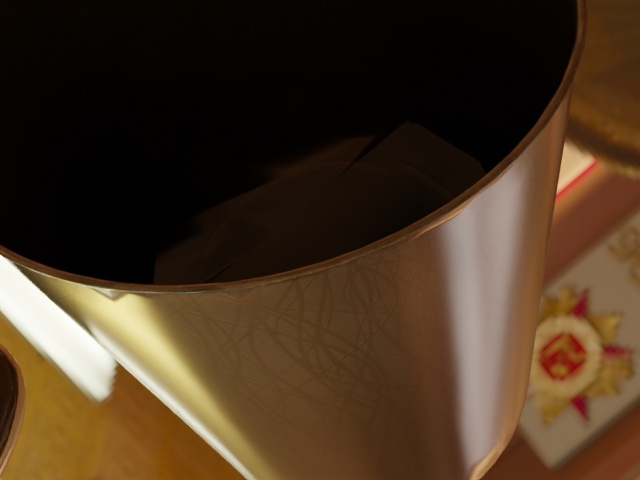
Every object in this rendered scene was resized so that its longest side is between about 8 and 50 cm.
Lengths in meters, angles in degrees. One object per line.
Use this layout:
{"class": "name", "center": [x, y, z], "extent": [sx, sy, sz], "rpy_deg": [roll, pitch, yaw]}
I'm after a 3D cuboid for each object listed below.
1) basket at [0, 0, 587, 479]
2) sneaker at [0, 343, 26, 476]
{"class": "basket", "center": [0.000, 0.000, 0.648], "extent": [0.227, 0.204, 0.154], "rpy_deg": [67, -167, -58]}
{"class": "sneaker", "center": [-0.225, 0.100, 0.765], "extent": [0.296, 0.147, 0.104], "rpy_deg": [-32, -106, -38]}
